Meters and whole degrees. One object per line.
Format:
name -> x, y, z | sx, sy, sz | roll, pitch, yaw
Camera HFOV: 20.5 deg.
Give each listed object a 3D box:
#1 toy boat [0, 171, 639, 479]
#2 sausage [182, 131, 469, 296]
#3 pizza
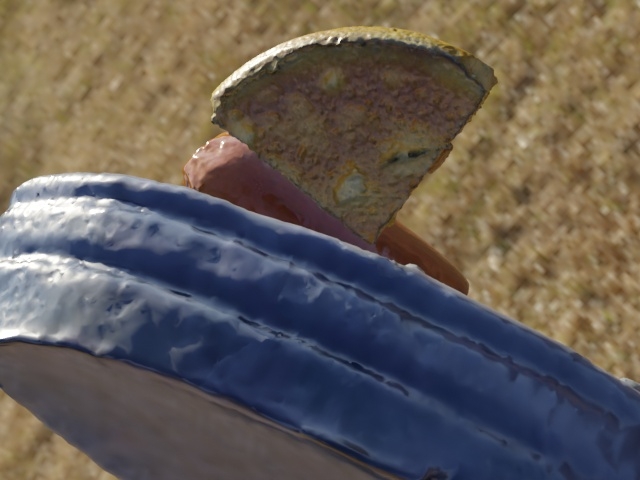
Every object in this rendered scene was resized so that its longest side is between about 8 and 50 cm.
toy boat -> 0.014, 0.063, 0.576 | 0.283, 0.127, 0.078 | 26, 60, 3
sausage -> 0.000, 0.000, 1.490 | 0.113, 0.259, 0.113 | -53, 6, 8
pizza -> 0.020, -0.068, 1.089 | 0.175, 0.134, 0.046 | 5, 24, 10
